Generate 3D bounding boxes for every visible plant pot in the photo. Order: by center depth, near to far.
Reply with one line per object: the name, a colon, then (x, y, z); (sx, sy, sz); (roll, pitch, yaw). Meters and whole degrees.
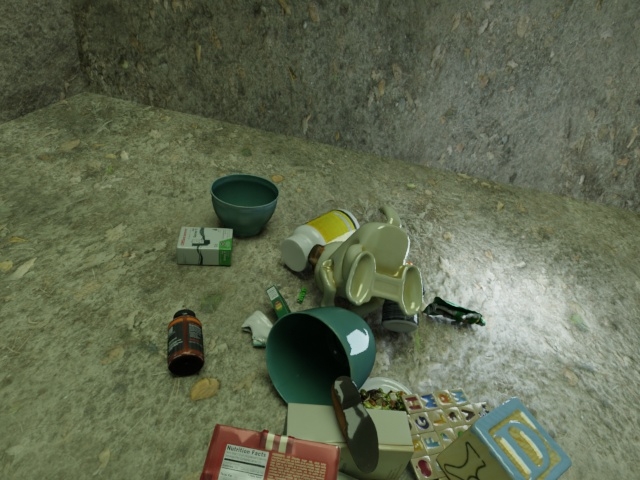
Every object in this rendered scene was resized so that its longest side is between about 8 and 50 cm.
plant pot: (0.027, 0.325, 1.215); (0.293, 0.293, 0.235); (33, 23, 29)
plant pot: (-0.337, -0.141, 1.837); (0.293, 0.196, 0.293); (7, 34, -5)

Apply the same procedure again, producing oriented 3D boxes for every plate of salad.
plate of salad: (0.198, 0.483, 1.230); (0.200, 0.048, 0.199); (7, 36, -5)

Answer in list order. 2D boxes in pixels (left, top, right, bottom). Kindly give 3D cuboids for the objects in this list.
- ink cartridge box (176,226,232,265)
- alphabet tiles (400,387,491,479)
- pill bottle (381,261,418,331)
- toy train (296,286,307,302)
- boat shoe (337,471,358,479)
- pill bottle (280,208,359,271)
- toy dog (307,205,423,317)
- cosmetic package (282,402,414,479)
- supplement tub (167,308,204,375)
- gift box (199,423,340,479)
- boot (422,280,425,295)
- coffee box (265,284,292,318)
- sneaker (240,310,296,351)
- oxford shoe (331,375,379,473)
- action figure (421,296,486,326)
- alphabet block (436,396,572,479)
ink cartridge box: (-0.461, 0.022, 1.669); (0.209, 0.086, 0.153); (2, 35, -11)
alphabet tiles: (0.378, 0.554, 1.163); (0.343, 0.011, 0.285); (2, 42, -24)
pill bottle: (0.293, 0.198, 1.511); (0.131, 0.130, 0.245); (10, 61, -2)
toy train: (-0.071, 0.207, 1.576); (0.024, 0.017, 0.083); (7, 34, 11)
boat shoe: (0.135, 0.649, 0.967); (0.320, 0.116, 0.099); (23, 79, 6)
pill bottle: (0.000, 0.000, 1.737); (0.188, 0.187, 0.334); (33, 40, 28)
toy dog: (0.109, 0.086, 1.451); (0.285, 0.395, 0.408); (6, -11, -28)
cosmetic package: (0.060, 0.512, 1.056); (0.310, 0.160, 0.113); (5, 36, -6)
supplement tub: (-0.412, 0.303, 1.269); (0.106, 0.106, 0.198); (-2, 37, -18)
gift box: (-0.105, 0.492, 0.730); (0.255, 0.258, 0.276); (13, 59, 6)
boot: (0.289, 0.146, 1.687); (0.207, 0.094, 0.246); (-8, 46, -20)
coffee box: (-0.124, 0.249, 1.417); (0.040, 0.113, 0.184); (-31, 46, -5)
sneaker: (-0.172, 0.320, 1.353); (0.212, 0.080, 0.094); (29, 51, 34)
oxford shoe: (0.078, 0.435, 0.981); (0.076, 0.076, 0.212); (-4, 55, -23)
action figure: (0.518, 0.281, 1.564); (0.232, 0.137, 0.063); (15, 58, -9)
alphabet block: (0.448, 0.547, 1.034); (0.193, 0.197, 0.192); (-9, 47, -33)
